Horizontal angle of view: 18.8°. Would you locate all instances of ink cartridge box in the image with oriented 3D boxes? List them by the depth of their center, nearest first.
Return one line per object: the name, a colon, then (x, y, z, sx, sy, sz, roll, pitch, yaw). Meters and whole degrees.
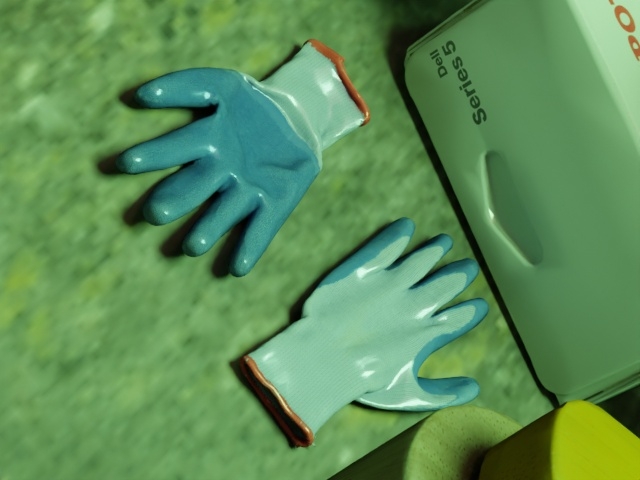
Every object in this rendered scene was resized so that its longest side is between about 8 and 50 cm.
ink cartridge box: (0.200, -0.049, 0.990, 0.273, 0.115, 0.198, -16, 78, -45)

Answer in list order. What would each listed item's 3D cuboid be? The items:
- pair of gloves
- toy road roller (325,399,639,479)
pair of gloves: (0.000, 0.000, 0.860, 0.159, 0.023, 0.198, -35, 90, -45)
toy road roller: (0.107, 0.152, 0.749, 0.329, 0.202, 0.240, 38, 35, -25)
